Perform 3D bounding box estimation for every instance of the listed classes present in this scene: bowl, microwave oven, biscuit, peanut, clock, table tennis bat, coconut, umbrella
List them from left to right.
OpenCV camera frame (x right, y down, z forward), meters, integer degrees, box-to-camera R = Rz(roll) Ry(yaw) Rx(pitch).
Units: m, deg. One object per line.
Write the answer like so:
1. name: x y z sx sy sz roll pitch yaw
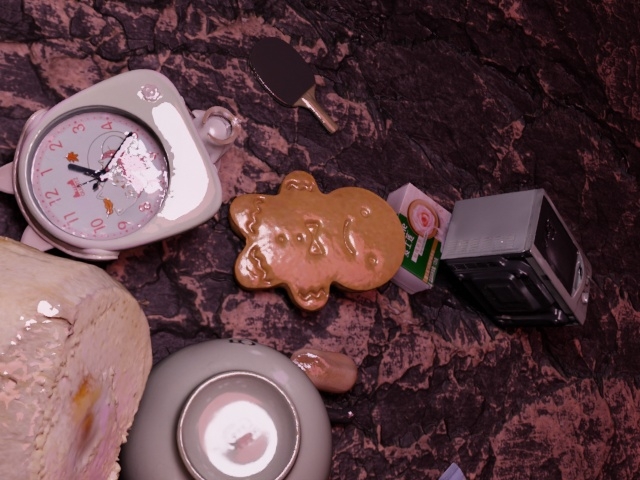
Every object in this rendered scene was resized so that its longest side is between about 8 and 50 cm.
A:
1. coconut: -0.426 0.175 0.824 0.404 0.404 0.405 12 68 -31
2. clock: -0.339 -0.102 1.099 0.324 0.108 0.265 -24 92 -15
3. bowl: -0.133 0.299 1.041 0.353 0.185 0.354 6 65 -14
4. table tennis bat: -0.049 -0.325 1.478 0.246 0.022 0.138 48 54 -11
5. umbrella: -0.037 0.305 1.244 0.248 0.071 0.071 20 64 -30
6. biscuit: 0.001 -0.001 1.335 0.354 0.052 0.275 2 74 -19
7. peanut: 0.005 0.240 1.293 0.152 0.076 0.076 18 65 -32
8. microwave oven: 0.430 0.056 1.518 0.295 0.237 0.181 44 52 -37

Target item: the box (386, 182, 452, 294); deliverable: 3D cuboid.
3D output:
1. box: 0.192 -0.004 1.501 0.135 0.081 0.199 33 56 -22

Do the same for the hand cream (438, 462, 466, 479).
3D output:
1. hand cream: 0.321 0.587 1.408 0.091 0.058 0.271 -31 88 -41

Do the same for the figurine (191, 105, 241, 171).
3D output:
1. figurine: -0.205 -0.178 1.232 0.132 0.153 0.132 12 68 -33
